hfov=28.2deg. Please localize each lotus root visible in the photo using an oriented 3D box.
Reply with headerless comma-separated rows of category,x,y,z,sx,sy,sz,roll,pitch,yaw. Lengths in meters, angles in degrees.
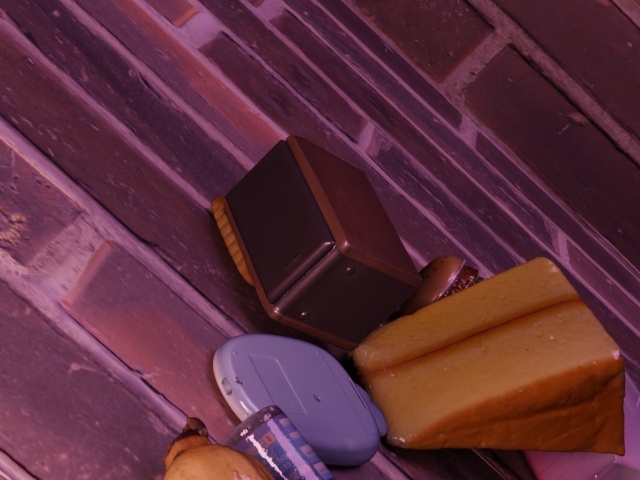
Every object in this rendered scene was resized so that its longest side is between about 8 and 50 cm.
lotus root,-0.087,0.256,1.182,0.221,0.118,0.125,52,-12,25

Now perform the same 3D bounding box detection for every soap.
soap,0.395,0.262,2.003,0.109,0.193,0.324,30,24,-37

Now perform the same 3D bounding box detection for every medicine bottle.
medicine bottle,-0.017,0.273,1.333,0.203,0.083,0.083,50,20,14

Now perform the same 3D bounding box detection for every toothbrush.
toothbrush,0.446,0.166,1.990,0.194,0.014,0.017,35,20,-20

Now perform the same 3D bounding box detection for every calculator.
calculator,-0.016,0.193,1.554,0.303,0.042,0.188,14,36,-50

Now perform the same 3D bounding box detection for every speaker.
speaker,0.000,0.000,1.722,0.192,0.153,0.231,24,29,-43

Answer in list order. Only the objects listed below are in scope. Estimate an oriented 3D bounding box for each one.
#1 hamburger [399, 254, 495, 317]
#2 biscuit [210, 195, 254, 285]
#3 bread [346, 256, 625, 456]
hamburger,0.201,0.100,1.995,0.137,0.175,0.175,39,19,4
biscuit,-0.045,0.033,1.833,0.254,0.029,0.172,23,30,-44
bread,0.223,0.212,1.807,0.233,0.362,0.245,-119,-165,-46
